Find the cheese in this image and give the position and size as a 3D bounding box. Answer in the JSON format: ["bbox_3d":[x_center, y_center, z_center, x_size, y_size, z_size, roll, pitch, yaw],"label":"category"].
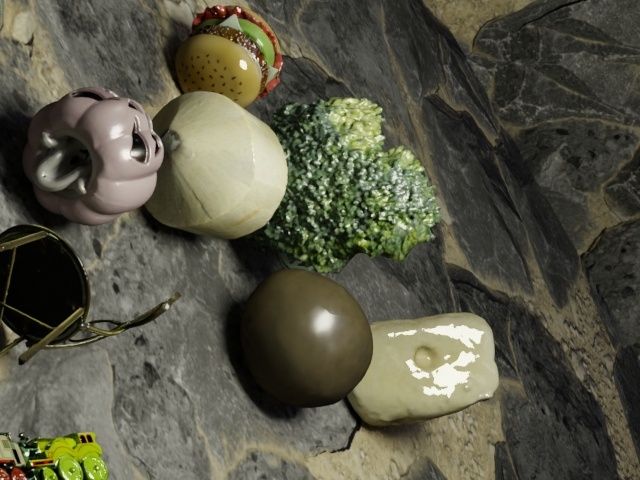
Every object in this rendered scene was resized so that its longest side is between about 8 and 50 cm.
[{"bbox_3d":[0.133,0.222,2.522,0.247,0.251,0.174,-4,83,-27],"label":"cheese"}]

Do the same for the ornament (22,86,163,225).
[{"bbox_3d":[-0.294,-0.106,1.917,0.177,0.177,0.178,45,32,-38],"label":"ornament"}]

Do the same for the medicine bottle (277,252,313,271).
[{"bbox_3d":[0.000,0.000,2.534,0.074,0.074,0.218,65,23,-2],"label":"medicine bottle"}]

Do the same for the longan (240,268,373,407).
[{"bbox_3d":[-0.020,0.149,2.215,0.220,0.196,0.197,57,25,-30],"label":"longan"}]

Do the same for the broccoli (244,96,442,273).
[{"bbox_3d":[0.040,-0.096,2.313,0.302,0.375,0.249,-14,108,-43],"label":"broccoli"}]

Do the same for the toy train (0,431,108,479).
[{"bbox_3d":[-0.330,0.253,1.668,0.249,0.053,0.085,9,52,-61],"label":"toy train"}]

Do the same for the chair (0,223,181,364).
[{"bbox_3d":[-0.323,0.063,1.735,0.170,0.159,0.325,65,29,-3],"label":"chair"}]

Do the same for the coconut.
[{"bbox_3d":[-0.161,-0.107,2.152,0.222,0.202,0.202,24,47,-58],"label":"coconut"}]

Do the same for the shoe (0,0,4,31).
[{"bbox_3d":[-0.432,-0.274,1.918,0.077,0.074,0.194,40,32,-52],"label":"shoe"}]

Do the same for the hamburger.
[{"bbox_3d":[-0.150,-0.276,2.384,0.175,0.175,0.137,55,40,-21],"label":"hamburger"}]
